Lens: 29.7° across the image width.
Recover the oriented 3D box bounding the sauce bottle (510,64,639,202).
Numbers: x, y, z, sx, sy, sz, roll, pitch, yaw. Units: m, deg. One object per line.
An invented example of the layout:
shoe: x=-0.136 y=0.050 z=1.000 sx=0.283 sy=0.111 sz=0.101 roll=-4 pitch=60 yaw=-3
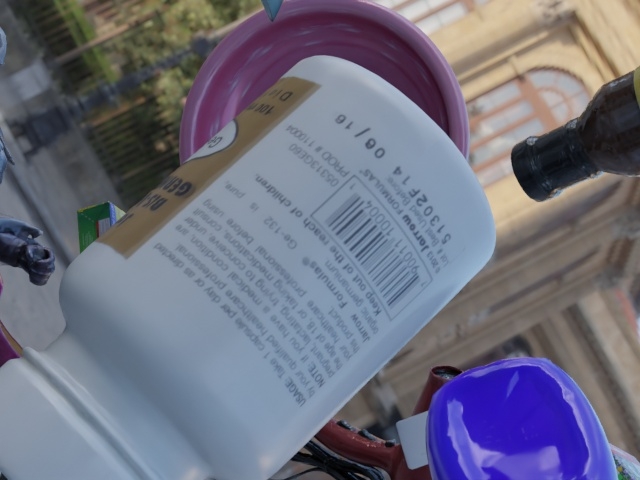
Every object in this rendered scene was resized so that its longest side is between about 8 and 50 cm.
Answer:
sauce bottle: x=0.351 y=-0.131 z=1.199 sx=0.111 sy=0.344 sz=0.111 roll=28 pitch=50 yaw=-40

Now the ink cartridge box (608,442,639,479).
ink cartridge box: x=0.231 y=0.182 z=0.930 sx=0.063 sy=0.029 sz=0.115 roll=30 pitch=18 yaw=-45

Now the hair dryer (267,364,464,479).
hair dryer: x=0.057 y=0.233 z=1.278 sx=0.223 sy=0.293 sz=0.080 roll=50 pitch=30 yaw=6

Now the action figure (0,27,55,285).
action figure: x=-0.206 y=0.007 z=0.644 sx=0.185 sy=0.099 sz=0.285 roll=55 pitch=40 yaw=-64

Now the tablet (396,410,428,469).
tablet: x=0.115 y=0.179 z=1.133 sx=0.006 sy=0.083 sz=0.054 roll=62 pitch=9 yaw=-48

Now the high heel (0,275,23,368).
high heel: x=-0.366 y=0.102 z=1.436 sx=0.082 sy=0.117 sz=0.244 roll=-130 pitch=-138 yaw=-60

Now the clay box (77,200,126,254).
clay box: x=-0.237 y=0.049 z=1.574 sx=0.222 sy=0.053 sz=0.127 roll=42 pitch=36 yaw=-62

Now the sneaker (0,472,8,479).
sneaker: x=-0.267 y=0.218 z=1.020 sx=0.121 sy=0.108 sz=0.302 roll=49 pitch=37 yaw=-12

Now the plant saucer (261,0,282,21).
plant saucer: x=-0.068 y=-0.317 z=1.209 sx=0.195 sy=0.037 sz=0.194 roll=158 pitch=-90 yaw=-89

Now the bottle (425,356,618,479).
bottle: x=0.131 y=0.192 z=0.705 sx=0.118 sy=0.092 sz=0.282 roll=-104 pitch=176 yaw=-47

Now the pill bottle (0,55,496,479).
pill bottle: x=-0.042 y=0.035 z=0.543 sx=0.131 sy=0.229 sz=0.131 roll=43 pitch=-16 yaw=15

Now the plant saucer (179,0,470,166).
plant saucer: x=0.007 y=-0.108 z=1.370 sx=0.332 sy=0.332 sz=0.084 roll=62 pitch=11 yaw=9
